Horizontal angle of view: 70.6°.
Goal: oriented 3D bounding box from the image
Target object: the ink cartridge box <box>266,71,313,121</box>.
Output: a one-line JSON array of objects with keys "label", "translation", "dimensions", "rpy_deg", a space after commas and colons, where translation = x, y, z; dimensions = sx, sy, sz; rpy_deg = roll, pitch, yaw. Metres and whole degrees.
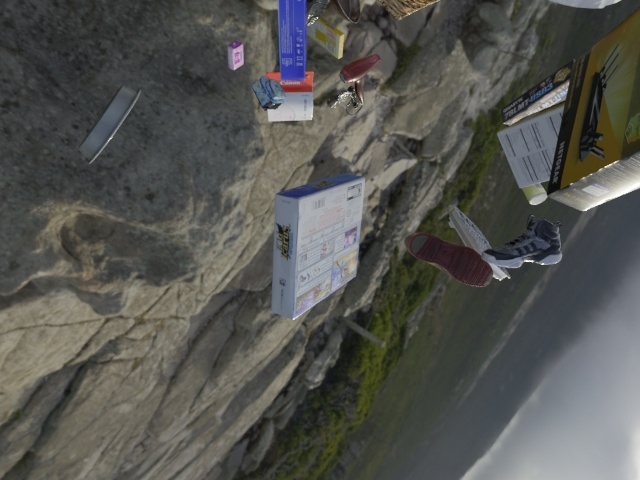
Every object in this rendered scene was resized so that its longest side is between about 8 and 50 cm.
[{"label": "ink cartridge box", "translation": [-0.123, -0.574, 1.821], "dimensions": [0.189, 0.066, 0.232], "rpy_deg": [-3, 161, -5]}]

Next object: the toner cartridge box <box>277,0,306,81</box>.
[{"label": "toner cartridge box", "translation": [-0.077, -0.643, 1.256], "dimensions": [0.165, 0.075, 0.348], "rpy_deg": [-91, -178, -53]}]

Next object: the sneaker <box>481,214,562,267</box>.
[{"label": "sneaker", "translation": [0.640, -0.002, 1.432], "dimensions": [0.268, 0.101, 0.153], "rpy_deg": [-3, 107, -9]}]

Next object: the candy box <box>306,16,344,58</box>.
[{"label": "candy box", "translation": [0.015, -0.820, 1.793], "dimensions": [0.027, 0.206, 0.105], "rpy_deg": [-34, 156, -22]}]

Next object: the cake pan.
[{"label": "cake pan", "translation": [-0.686, -0.382, 1.457], "dimensions": [0.054, 0.293, 0.293], "rpy_deg": [35, 92, -31]}]

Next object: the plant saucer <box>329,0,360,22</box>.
[{"label": "plant saucer", "translation": [0.077, -1.033, 1.827], "dimensions": [0.310, 0.050, 0.310], "rpy_deg": [25, 61, -57]}]

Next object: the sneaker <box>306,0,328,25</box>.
[{"label": "sneaker", "translation": [-0.033, -0.908, 1.638], "dimensions": [0.087, 0.130, 0.227], "rpy_deg": [-18, 139, -49]}]

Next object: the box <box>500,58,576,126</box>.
[{"label": "box", "translation": [0.856, -0.473, 1.603], "dimensions": [0.293, 0.073, 0.295], "rpy_deg": [14, 152, -26]}]

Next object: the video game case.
[{"label": "video game case", "translation": [0.000, 0.000, 0.950], "dimensions": [0.269, 0.061, 0.244], "rpy_deg": [-26, 124, -54]}]

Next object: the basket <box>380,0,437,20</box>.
[{"label": "basket", "translation": [0.296, -0.874, 1.362], "dimensions": [0.213, 0.223, 0.299], "rpy_deg": [31, 78, -32]}]

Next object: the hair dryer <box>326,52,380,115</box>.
[{"label": "hair dryer", "translation": [0.157, -0.702, 2.000], "dimensions": [0.223, 0.080, 0.293], "rpy_deg": [-5, 142, -52]}]

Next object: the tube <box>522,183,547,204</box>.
[{"label": "tube", "translation": [0.709, -0.231, 1.578], "dimensions": [0.062, 0.240, 0.070], "rpy_deg": [-12, 144, 2]}]

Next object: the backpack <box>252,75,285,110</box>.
[{"label": "backpack", "translation": [-0.191, -0.555, 1.687], "dimensions": [0.084, 0.114, 0.105], "rpy_deg": [-30, -176, 29]}]

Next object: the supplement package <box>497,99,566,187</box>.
[{"label": "supplement package", "translation": [0.736, -0.314, 1.384], "dimensions": [0.199, 0.198, 0.263], "rpy_deg": [-31, -171, -36]}]

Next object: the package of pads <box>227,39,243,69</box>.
[{"label": "package of pads", "translation": [-0.278, -0.605, 1.478], "dimensions": [0.050, 0.032, 0.083], "rpy_deg": [-48, 165, -29]}]

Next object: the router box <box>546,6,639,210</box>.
[{"label": "router box", "translation": [0.507, -0.230, 0.737], "dimensions": [0.243, 0.081, 0.309], "rpy_deg": [129, -18, -71]}]

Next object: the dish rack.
[{"label": "dish rack", "translation": [0.681, 0.020, 1.983], "dimensions": [0.072, 0.333, 0.285], "rpy_deg": [-39, 130, 21]}]

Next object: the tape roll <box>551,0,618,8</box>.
[{"label": "tape roll", "translation": [0.640, -0.753, 1.141], "dimensions": [0.392, 0.392, 0.072], "rpy_deg": [-44, 168, -19]}]

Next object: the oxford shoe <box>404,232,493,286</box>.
[{"label": "oxford shoe", "translation": [0.462, 0.056, 1.635], "dimensions": [0.123, 0.348, 0.130], "rpy_deg": [-61, -170, 4]}]
